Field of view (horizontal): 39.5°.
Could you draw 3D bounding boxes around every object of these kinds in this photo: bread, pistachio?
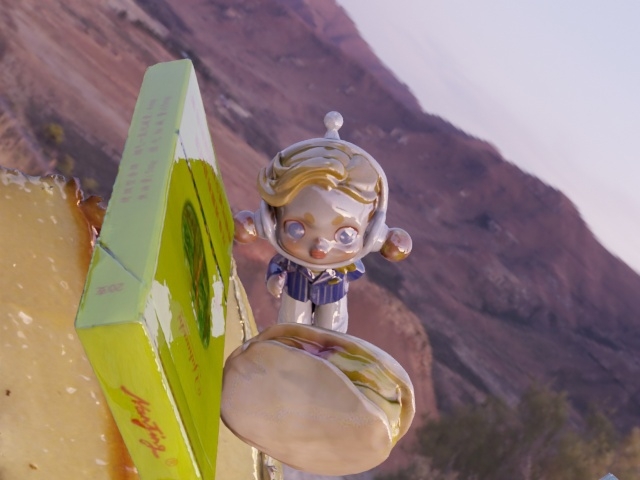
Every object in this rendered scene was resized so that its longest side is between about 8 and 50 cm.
[{"bbox_3d":[-0.220,0.142,0.988,0.242,0.345,0.405,-89,178,-46],"label":"bread"},{"bbox_3d":[-0.004,0.148,0.834,0.117,0.200,0.145,-44,132,-52],"label":"pistachio"}]

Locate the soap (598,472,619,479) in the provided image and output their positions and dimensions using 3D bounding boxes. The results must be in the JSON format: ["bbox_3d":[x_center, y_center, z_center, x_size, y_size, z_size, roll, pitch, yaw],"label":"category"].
[{"bbox_3d":[0.336,0.378,1.140,0.063,0.114,0.198,54,-20,32],"label":"soap"}]

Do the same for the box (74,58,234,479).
[{"bbox_3d":[-0.112,0.018,0.691,0.335,0.047,0.187,-94,175,-53],"label":"box"}]

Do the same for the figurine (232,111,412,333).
[{"bbox_3d":[0.010,0.004,1.026,0.133,0.193,0.274,-82,156,-50],"label":"figurine"}]
